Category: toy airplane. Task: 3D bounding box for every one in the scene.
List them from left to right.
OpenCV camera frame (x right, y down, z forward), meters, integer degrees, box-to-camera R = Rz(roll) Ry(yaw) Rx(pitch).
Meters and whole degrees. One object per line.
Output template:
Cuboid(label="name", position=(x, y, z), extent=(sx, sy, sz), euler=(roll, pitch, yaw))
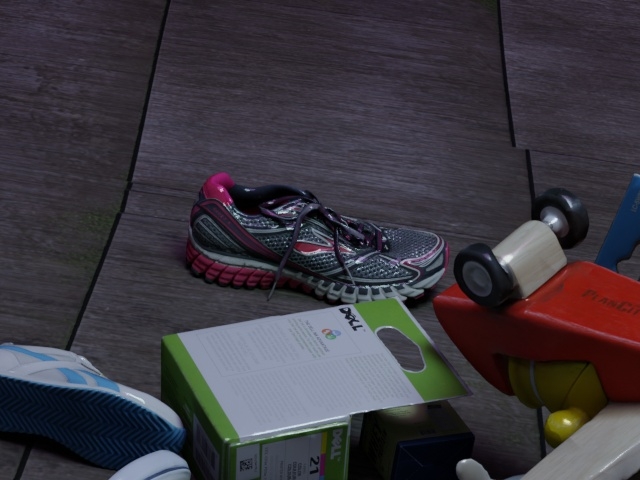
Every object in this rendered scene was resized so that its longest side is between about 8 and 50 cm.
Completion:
Cuboid(label="toy airplane", position=(0.307, 0.141, 1.696), extent=(0.386, 0.272, 0.384), euler=(-6, 32, 1))

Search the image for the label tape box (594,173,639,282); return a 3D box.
Cuboid(label="label tape box", position=(0.453, 0.060, 1.953), extent=(0.334, 0.240, 0.106), euler=(26, 42, 10))

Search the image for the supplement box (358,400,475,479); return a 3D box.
Cuboid(label="supplement box", position=(0.094, 0.196, 1.856), extent=(0.083, 0.056, 0.083), euler=(-5, 31, -23))

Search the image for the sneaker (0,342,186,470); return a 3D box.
Cuboid(label="sneaker", position=(-0.232, 0.151, 1.817), extent=(0.229, 0.087, 0.092), euler=(17, 28, 10))

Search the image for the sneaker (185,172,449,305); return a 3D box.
Cuboid(label="sneaker", position=(0.000, 0.000, 2.133), extent=(0.299, 0.112, 0.121), euler=(6, 28, -6))

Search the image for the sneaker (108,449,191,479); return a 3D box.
Cuboid(label="sneaker", position=(-0.177, 0.277, 1.614), extent=(0.091, 0.094, 0.258), euler=(31, 42, 16))

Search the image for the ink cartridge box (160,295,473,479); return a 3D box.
Cuboid(label="ink cartridge box", position=(-0.007, 0.157, 1.834), extent=(0.255, 0.097, 0.189), euler=(-9, 33, -21))
